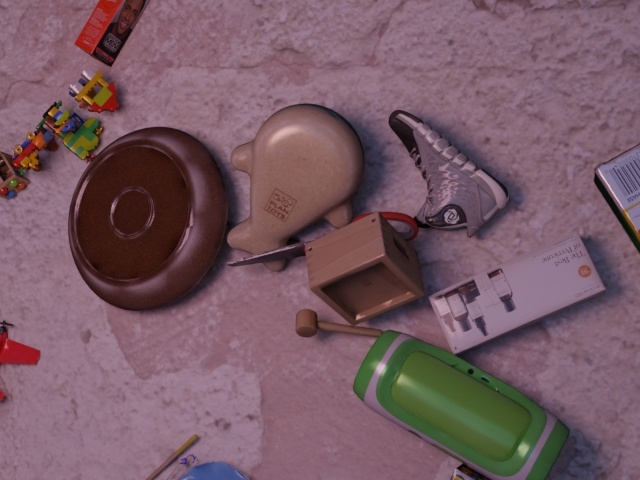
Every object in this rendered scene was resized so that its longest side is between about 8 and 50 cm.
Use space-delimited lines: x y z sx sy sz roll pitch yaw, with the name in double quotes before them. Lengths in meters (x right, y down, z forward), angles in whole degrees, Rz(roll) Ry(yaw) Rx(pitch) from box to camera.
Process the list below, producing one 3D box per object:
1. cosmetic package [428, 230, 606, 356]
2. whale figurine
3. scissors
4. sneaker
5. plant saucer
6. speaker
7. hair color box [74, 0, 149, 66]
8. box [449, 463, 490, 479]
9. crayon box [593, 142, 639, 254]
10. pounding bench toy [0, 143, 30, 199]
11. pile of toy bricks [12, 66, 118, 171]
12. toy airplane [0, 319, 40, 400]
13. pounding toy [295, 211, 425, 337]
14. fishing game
"cosmetic package" 0.289 0.080 1.409 0.239 0.060 0.099 -25 77 9
"whale figurine" -0.041 -0.087 1.497 0.216 0.141 0.272 29 113 -1
"scissors" 0.000 0.000 1.461 0.297 0.021 0.109 2 127 3
"sneaker" 0.164 -0.090 1.456 0.228 0.086 0.132 41 95 15
"plant saucer" -0.297 -0.042 1.557 0.310 0.050 0.311 -5 77 25
"speaker" 0.199 0.245 1.373 0.296 0.131 0.131 28 89 17
"hair color box" -0.356 -0.377 1.637 0.043 0.072 0.141 30 90 17
"box" 0.232 0.350 1.342 0.094 0.137 0.027 29 89 17
"crayon box" 0.555 -0.011 1.344 0.202 0.081 0.318 -30 75 9
"pounding bench toy" -0.535 -0.119 1.654 0.083 0.052 0.065 -38 75 6
"pile of toy bricks" -0.423 -0.180 1.621 0.105 0.118 0.212 41 75 -11
"toy airplane" -0.556 0.209 1.621 0.151 0.028 0.151 -2 81 13
"pounding toy" 0.046 0.068 1.439 0.206 0.181 0.094 -25 48 22
"fishing game" -0.170 0.435 1.465 0.189 0.041 0.264 -39 66 11
